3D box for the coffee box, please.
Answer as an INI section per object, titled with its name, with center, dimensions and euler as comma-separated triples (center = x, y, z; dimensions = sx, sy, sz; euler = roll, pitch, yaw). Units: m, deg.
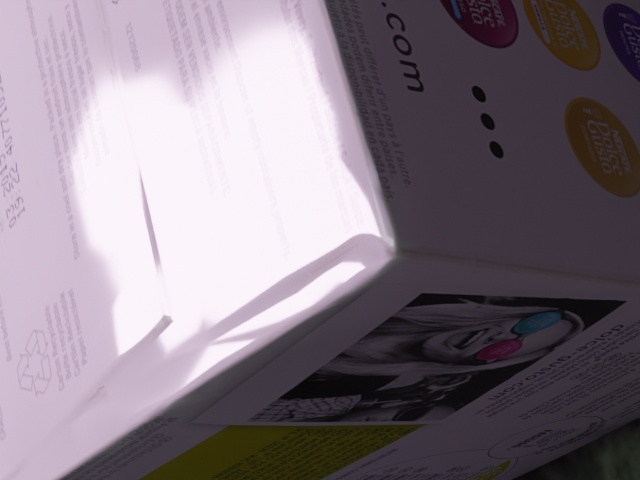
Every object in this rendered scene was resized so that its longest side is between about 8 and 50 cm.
[coffee box]
center = 0.013, -0.051, 0.811
dimensions = 0.338, 0.334, 0.338
euler = -37, 58, 41
